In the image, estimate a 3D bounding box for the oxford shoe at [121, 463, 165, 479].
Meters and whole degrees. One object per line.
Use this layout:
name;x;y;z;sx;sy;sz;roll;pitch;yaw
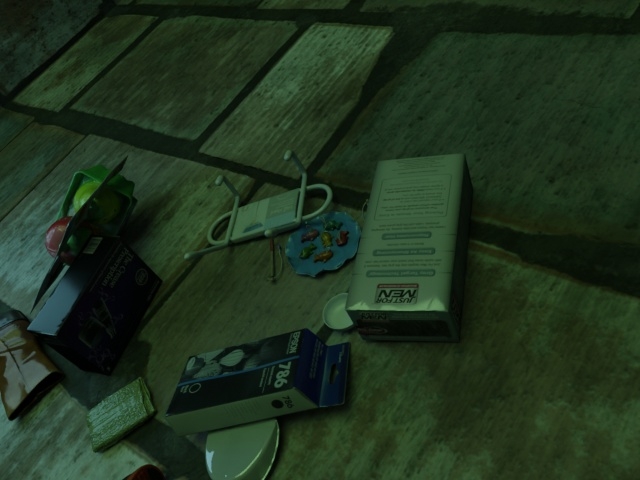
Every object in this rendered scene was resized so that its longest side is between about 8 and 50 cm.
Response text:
oxford shoe;-0.363;0.485;1.003;0.098;0.097;0.271;-32;-1;22

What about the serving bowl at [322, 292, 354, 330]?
serving bowl;0.047;0.145;1.186;0.083;0.027;0.083;-15;47;16

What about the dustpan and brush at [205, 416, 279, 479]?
dustpan and brush;-0.149;0.415;1.044;0.147;0.060;0.211;-10;41;25

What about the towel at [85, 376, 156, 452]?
towel;-0.415;0.361;1.248;0.148;0.027;0.110;-34;45;-4

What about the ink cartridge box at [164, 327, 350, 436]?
ink cartridge box;-0.113;0.255;1.122;0.333;0.065;0.165;-15;28;15

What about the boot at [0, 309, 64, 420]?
boot;-0.769;0.335;1.447;0.264;0.096;0.280;-38;51;-17

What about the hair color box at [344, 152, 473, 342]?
hair color box;0.183;0.006;1.169;0.185;0.113;0.374;-2;51;23

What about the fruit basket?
fruit basket;-0.593;-0.018;1.516;0.327;0.165;0.353;-53;20;30

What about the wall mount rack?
wall mount rack;-0.156;-0.057;1.385;0.350;0.130;0.304;-16;42;23

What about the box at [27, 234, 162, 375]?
box;-0.501;0.144;1.374;0.103;0.184;0.261;4;54;28

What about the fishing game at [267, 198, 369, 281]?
fishing game;0.000;0.000;1.332;0.264;0.041;0.189;-19;43;13
